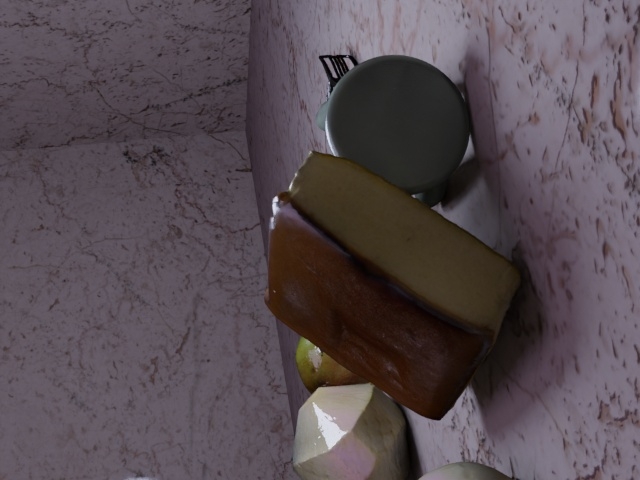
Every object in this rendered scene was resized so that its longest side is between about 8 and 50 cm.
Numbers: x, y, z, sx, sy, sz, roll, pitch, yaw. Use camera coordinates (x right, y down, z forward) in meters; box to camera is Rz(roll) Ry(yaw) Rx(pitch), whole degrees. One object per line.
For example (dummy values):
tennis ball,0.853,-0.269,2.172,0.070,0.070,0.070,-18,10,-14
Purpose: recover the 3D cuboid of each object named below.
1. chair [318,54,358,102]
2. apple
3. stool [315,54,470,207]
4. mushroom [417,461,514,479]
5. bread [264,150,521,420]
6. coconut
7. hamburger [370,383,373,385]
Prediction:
chair,0.046,-0.303,1.658,0.212,0.084,0.101,-114,24,-60
apple,0.034,0.273,1.878,0.188,0.174,0.207,101,144,-67
stool,0.099,-0.139,1.169,0.198,0.195,0.195,107,156,-79
mushroom,0.182,0.403,1.030,0.246,0.202,0.246,-55,0,0
bread,0.080,0.074,1.101,0.324,0.143,0.333,32,153,14
coconut,0.059,0.402,1.628,0.259,0.259,0.259,174,90,-80
hamburger,0.114,0.173,1.535,0.189,0.093,0.164,-110,19,-48
